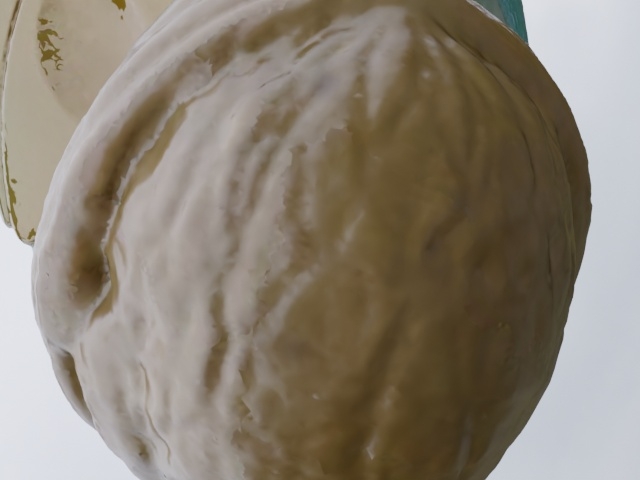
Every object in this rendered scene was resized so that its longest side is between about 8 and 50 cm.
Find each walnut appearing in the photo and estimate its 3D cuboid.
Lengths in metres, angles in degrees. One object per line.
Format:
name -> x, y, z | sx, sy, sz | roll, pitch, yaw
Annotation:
walnut -> 0.000, 0.000, 1.044 | 0.333, 0.332, 0.333 | 17, -90, -71

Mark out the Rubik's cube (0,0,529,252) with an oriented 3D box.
Rubik's cube -> -0.063, -0.184, 1.597 | 0.351, 0.347, 0.352 | -17, -80, -49
